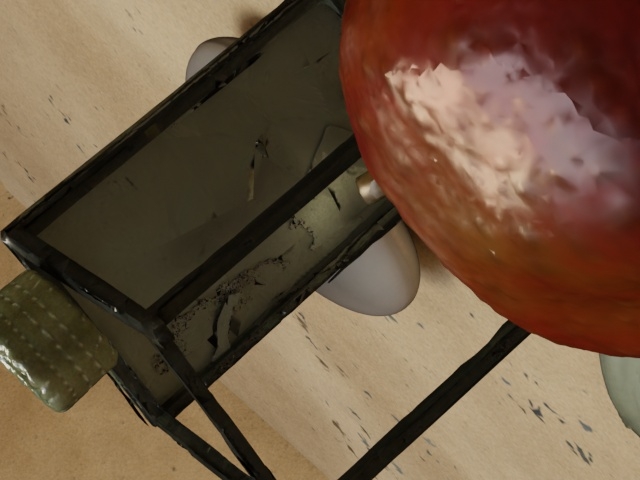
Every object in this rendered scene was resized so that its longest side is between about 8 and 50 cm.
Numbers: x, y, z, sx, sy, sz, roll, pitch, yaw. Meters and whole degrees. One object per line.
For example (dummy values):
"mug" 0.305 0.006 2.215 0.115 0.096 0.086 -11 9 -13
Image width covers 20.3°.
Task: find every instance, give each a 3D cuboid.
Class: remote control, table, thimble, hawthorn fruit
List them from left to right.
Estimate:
"thimble" -0.196 0.069 1.252 0.110 0.062 0.084 31 159 48
"remote control" -0.017 -0.056 1.686 0.221 0.103 0.332 21 151 50
"table" 0.000 0.000 1.302 0.272 0.335 0.222 26 154 57
"hawthorn fruit" 0.126 -0.074 0.788 0.330 0.287 0.287 -25 109 47

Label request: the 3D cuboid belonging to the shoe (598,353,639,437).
"shoe" 0.250 0.035 1.109 0.159 0.124 0.316 20 149 49
